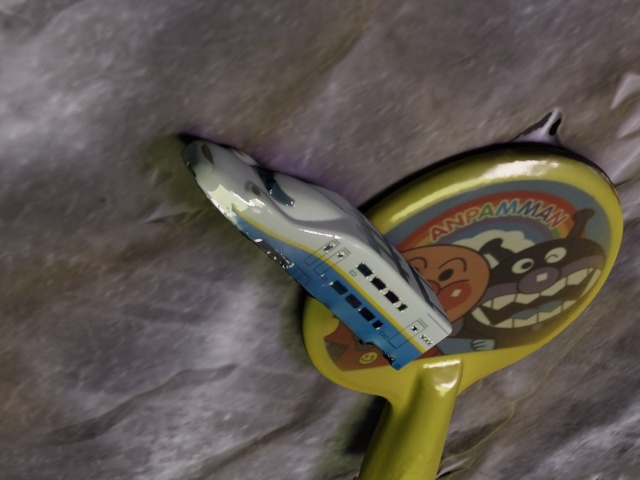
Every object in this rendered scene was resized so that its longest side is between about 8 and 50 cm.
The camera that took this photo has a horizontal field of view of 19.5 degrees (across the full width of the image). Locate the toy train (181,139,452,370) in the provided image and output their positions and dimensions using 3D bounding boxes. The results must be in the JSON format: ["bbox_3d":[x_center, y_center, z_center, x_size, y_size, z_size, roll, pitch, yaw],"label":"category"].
[{"bbox_3d":[0.000,0.000,1.092,0.051,0.052,0.234,-34,138,10],"label":"toy train"}]

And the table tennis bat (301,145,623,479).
[{"bbox_3d":[0.082,0.071,1.276,0.224,0.054,0.368,-8,141,-21],"label":"table tennis bat"}]
